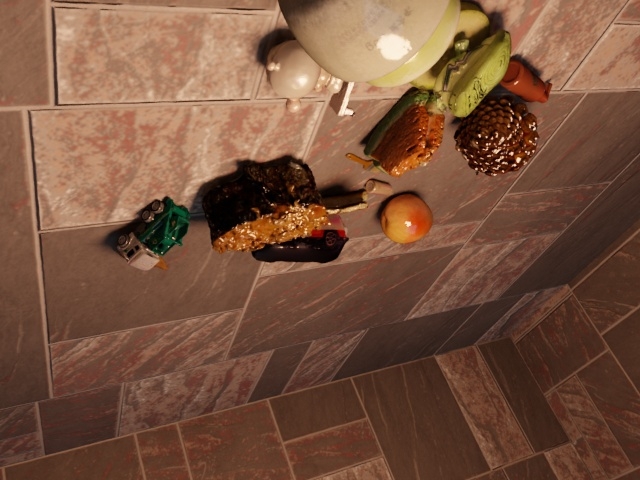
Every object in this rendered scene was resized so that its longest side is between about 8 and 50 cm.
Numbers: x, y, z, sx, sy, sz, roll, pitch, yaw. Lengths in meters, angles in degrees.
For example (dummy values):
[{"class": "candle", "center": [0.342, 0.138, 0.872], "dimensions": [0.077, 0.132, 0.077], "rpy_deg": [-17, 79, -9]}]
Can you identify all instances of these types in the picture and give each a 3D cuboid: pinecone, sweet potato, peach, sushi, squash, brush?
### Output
[{"class": "pinecone", "center": [0.551, -0.321, 1.886], "dimensions": [0.246, 0.246, 0.292], "rpy_deg": [-43, 168, 30]}, {"class": "sweet potato", "center": [-0.534, 0.049, 1.867], "dimensions": [0.068, 0.060, 0.206], "rpy_deg": [1, 161, 39]}, {"class": "peach", "center": [0.295, -0.072, 2.161], "dimensions": [0.184, 0.184, 0.184], "rpy_deg": [-18, 150, -11]}, {"class": "sushi", "center": [-0.159, -0.095, 1.755], "dimensions": [0.349, 0.207, 0.234], "rpy_deg": [-18, 157, -6]}, {"class": "squash", "center": [0.323, -0.496, 1.599], "dimensions": [0.252, 0.048, 0.252], "rpy_deg": [-18, 150, -11]}, {"class": "brush", "center": [0.135, -0.241, 1.920], "dimensions": [0.043, 0.014, 0.170], "rpy_deg": [-39, 146, 29]}]

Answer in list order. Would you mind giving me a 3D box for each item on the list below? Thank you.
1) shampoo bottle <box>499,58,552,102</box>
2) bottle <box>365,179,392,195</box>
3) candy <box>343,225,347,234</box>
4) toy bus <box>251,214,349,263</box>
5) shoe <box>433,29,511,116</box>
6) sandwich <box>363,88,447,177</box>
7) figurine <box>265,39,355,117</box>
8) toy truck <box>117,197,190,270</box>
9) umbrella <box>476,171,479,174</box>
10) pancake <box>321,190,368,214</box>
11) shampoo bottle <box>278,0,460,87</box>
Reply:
[{"class": "shampoo bottle", "center": [0.615, -0.460, 1.842], "dimensions": [0.244, 0.085, 0.085], "rpy_deg": [8, 138, -47]}, {"class": "bottle", "center": [0.195, -0.172, 2.045], "dimensions": [0.096, 0.045, 0.045], "rpy_deg": [6, 139, -44]}, {"class": "candy", "center": [0.000, 0.000, 2.156], "dimensions": [0.174, 0.071, 0.138], "rpy_deg": [2, 131, -37]}, {"class": "toy bus", "center": [-0.072, -0.010, 1.975], "dimensions": [0.303, 0.147, 0.127], "rpy_deg": [2, 145, -17]}, {"class": "shoe", "center": [0.390, -0.438, 1.582], "dimensions": [0.262, 0.128, 0.140], "rpy_deg": [-54, 163, -10]}, {"class": "sandwich", "center": [0.238, -0.282, 1.755], "dimensions": [0.109, 0.212, 0.292], "rpy_deg": [19, 145, -32]}, {"class": "figurine", "center": [-0.026, -0.381, 1.444], "dimensions": [0.257, 0.144, 0.182], "rpy_deg": [0, 146, -32]}, {"class": "toy truck", "center": [-0.458, -0.009, 1.737], "dimensions": [0.216, 0.116, 0.110], "rpy_deg": [-41, 147, 7]}, {"class": "umbrella", "center": [0.601, -0.261, 2.108], "dimensions": [0.044, 0.044, 0.269], "rpy_deg": [-45, -173, -14]}, {"class": "pancake", "center": [0.047, -0.117, 1.957], "dimensions": [0.212, 0.056, 0.257], "rpy_deg": [-4, -173, 9]}, {"class": "shampoo bottle", "center": [0.090, -0.470, 1.191], "dimensions": [0.322, 0.322, 0.317], "rpy_deg": [-39, 141, 25]}]
